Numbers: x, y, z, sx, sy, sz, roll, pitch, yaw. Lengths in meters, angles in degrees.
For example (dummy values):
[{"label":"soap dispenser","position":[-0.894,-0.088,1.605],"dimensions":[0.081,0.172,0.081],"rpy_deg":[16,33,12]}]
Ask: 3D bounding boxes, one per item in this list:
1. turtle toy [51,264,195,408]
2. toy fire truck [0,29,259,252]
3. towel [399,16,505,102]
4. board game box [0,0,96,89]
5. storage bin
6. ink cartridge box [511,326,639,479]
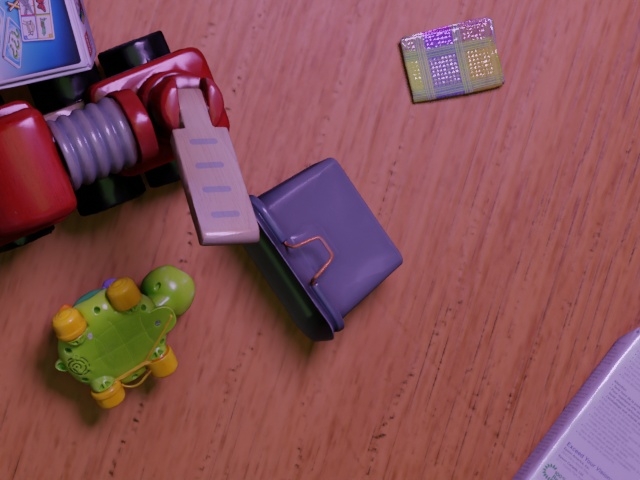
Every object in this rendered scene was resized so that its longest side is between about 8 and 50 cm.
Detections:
[{"label":"turtle toy","position":[-0.156,0.067,1.387],"dimensions":[0.130,0.066,0.095],"rpy_deg":[-30,119,-10]},{"label":"toy fire truck","position":[-0.155,-0.056,1.281],"dimensions":[0.217,0.246,0.158],"rpy_deg":[-23,99,-17]},{"label":"towel","position":[0.112,-0.151,1.453],"dimensions":[0.083,0.009,0.060],"rpy_deg":[-14,94,-7]},{"label":"board game box","position":[-0.296,-0.253,1.264],"dimensions":[0.193,0.053,0.305],"rpy_deg":[-12,111,3]},{"label":"storage bin","position":[0.000,0.000,1.402],"dimensions":[0.091,0.098,0.135],"rpy_deg":[-37,96,-17]},{"label":"ink cartridge box","position":[0.312,0.188,1.473],"dimensions":[0.223,0.045,0.224],"rpy_deg":[41,84,-8]}]
